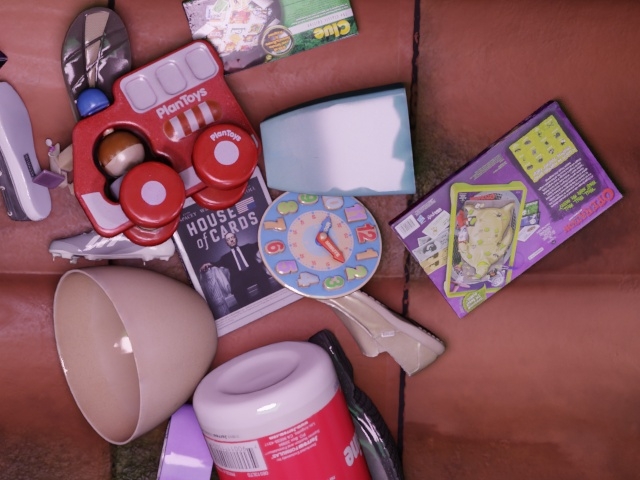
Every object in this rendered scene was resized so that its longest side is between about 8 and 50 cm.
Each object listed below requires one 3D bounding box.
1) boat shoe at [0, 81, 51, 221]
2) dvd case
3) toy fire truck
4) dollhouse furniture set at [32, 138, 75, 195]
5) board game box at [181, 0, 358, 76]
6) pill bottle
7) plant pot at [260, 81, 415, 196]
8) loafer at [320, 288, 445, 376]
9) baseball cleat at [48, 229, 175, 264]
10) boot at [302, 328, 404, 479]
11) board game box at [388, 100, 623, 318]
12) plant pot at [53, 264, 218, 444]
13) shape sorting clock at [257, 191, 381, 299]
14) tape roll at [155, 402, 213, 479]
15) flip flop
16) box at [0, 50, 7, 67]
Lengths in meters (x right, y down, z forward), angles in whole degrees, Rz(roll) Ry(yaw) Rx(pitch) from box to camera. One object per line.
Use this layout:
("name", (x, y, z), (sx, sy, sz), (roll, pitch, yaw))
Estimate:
("boat shoe", (-0.502, -0.137, 1.871), (0.076, 0.080, 0.229), (-10, 106, 22))
("dvd case", (-0.141, 0.018, 1.928), (0.179, 0.029, 0.239), (-25, 102, -16))
("toy fire truck", (-0.250, -0.148, 1.803), (0.302, 0.169, 0.254), (-29, 84, -14))
("dollhouse furniture set", (-0.396, -0.141, 1.869), (0.114, 0.081, 0.091), (-32, 144, 34))
("board game box", (-0.080, -0.359, 1.874), (0.259, 0.030, 0.136), (-17, 109, -1))
("pill bottle", (-0.034, 0.385, 1.835), (0.229, 0.229, 0.408), (-19, 107, -2))
("plant pot", (0.027, -0.156, 1.873), (0.234, 0.166, 0.166), (-6, 101, 4))
("loafer", (0.084, 0.145, 1.955), (0.268, 0.102, 0.092), (31, 90, -10))
("baseball cleat", (-0.342, -0.015, 1.913), (0.205, 0.072, 0.109), (1, 88, -11))
("boot", (-0.010, 0.334, 1.990), (0.222, 0.118, 0.338), (-28, 95, 7))
("board game box", (0.313, -0.052, 1.970), (0.347, 0.056, 0.208), (-37, 97, 2))
("plant pot", (-0.278, 0.160, 1.863), (0.191, 0.284, 0.284), (-17, 103, -35))
("shape sorting clock", (0.000, 0.000, 1.903), (0.206, 0.040, 0.206), (6, 62, -12))
("tape roll", (-0.224, 0.365, 1.922), (0.080, 0.189, 0.189), (11, 99, -7))
("flip flop", (-0.352, -0.236, 1.864), (0.112, 0.080, 0.277), (-14, 117, -15))
("box", (-0.603, -0.312, 1.785), (0.207, 0.153, 0.108), (44, 93, -11))
